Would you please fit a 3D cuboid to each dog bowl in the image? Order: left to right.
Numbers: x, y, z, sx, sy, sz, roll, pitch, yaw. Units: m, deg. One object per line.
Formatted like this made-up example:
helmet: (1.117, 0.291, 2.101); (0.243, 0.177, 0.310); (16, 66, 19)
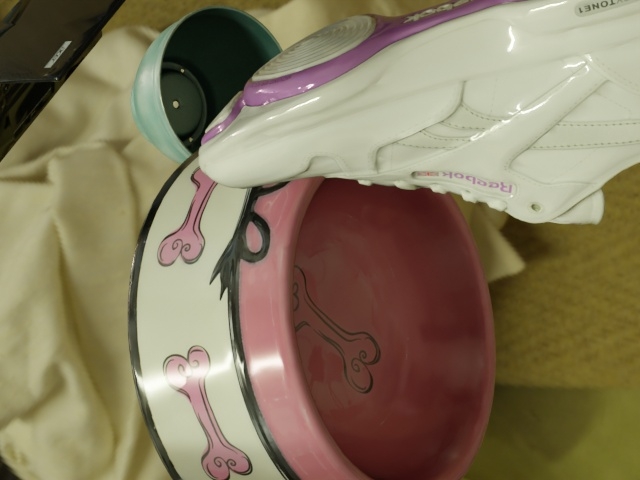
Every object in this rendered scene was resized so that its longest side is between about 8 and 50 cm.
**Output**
dog bowl: (0.020, 0.083, 0.999); (0.150, 0.408, 0.408); (-13, 121, 37)

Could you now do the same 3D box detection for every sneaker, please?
sneaker: (0.074, -0.057, 0.572); (0.305, 0.114, 0.152); (-13, 115, 25)

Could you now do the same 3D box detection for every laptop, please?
laptop: (-0.230, -0.180, 1.015); (0.136, 0.234, 0.264); (27, 151, 8)

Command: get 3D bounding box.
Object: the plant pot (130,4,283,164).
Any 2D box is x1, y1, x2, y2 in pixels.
plant pot: (-0.219, -0.256, 1.904); (0.196, 0.293, 0.293); (-4, 127, 48)
